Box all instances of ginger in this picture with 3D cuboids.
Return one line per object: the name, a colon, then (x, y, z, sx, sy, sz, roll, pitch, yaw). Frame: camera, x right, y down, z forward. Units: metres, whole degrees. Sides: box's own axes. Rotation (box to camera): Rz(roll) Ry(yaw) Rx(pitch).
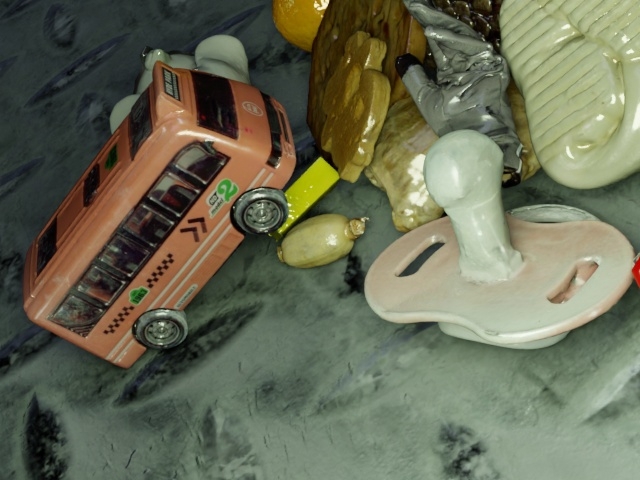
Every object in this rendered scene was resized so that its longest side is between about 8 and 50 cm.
ginger: (0.192, -0.119, 1.593, 0.276, 0.130, 0.221, -46, 47, -4)

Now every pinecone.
pinecone: (0.233, -0.315, 1.727, 0.204, 0.179, 0.184, -13, 63, -31)

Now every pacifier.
pacifier: (0.196, 0.016, 1.376, 0.332, 0.273, 0.220, 9, 75, 43)

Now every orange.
orange: (0.007, -0.389, 1.991, 0.177, 0.177, 0.155, -16, 66, 25)

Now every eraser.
eraser: (-0.031, -0.057, 1.727, 0.122, 0.045, 0.097, -45, 0, -10)

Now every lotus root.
lotus root: (0.000, 0.000, 1.662, 0.150, 0.062, 0.073, -20, 38, 30)

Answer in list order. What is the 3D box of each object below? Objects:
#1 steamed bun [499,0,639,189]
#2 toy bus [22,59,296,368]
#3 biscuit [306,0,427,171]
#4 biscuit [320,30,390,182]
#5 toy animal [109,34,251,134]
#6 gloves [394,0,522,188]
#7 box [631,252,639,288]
steamed bun: (0.404, -0.258, 1.455, 0.342, 0.255, 0.368, -43, 54, 43)
toy bus: (-0.230, -0.039, 1.674, 0.427, 0.233, 0.203, -49, 31, 24)
biscuit: (0.066, -0.274, 1.771, 0.359, 0.046, 0.359, -41, 43, 54)
biscuit: (0.052, -0.187, 1.651, 0.249, 0.035, 0.184, -102, 33, -56)
toy animal: (-0.206, -0.234, 1.984, 0.289, 0.174, 0.249, 8, 55, 44)
gloves: (0.170, -0.188, 1.500, 0.142, 0.119, 0.285, -31, 74, 36)
box: (0.410, 0.086, 1.214, 0.123, 0.050, 0.229, 8, 37, -16)
